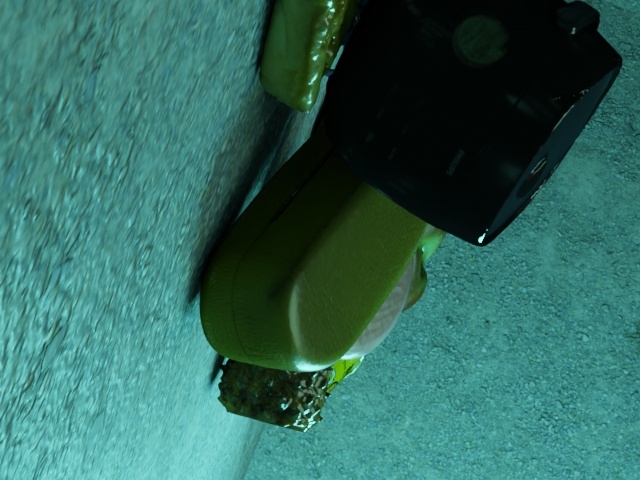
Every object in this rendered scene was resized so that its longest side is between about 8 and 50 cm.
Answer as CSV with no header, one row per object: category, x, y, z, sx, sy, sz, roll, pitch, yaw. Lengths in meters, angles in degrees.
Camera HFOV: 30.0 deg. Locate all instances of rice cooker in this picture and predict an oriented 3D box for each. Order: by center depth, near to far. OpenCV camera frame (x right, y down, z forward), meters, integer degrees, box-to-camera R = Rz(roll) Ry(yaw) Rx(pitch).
rice cooker,0.142,-0.145,1.154,0.267,0.224,0.267,-49,166,-17

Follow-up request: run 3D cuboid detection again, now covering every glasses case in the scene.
glasses case,0.000,0.000,1.275,0.371,0.141,0.173,-51,138,-43

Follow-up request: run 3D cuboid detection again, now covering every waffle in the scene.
waffle,0.020,-0.260,1.047,0.168,0.057,0.274,105,7,-53

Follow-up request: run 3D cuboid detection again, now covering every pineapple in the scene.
pineapple,-0.016,0.078,1.628,0.165,0.166,0.364,83,27,-82

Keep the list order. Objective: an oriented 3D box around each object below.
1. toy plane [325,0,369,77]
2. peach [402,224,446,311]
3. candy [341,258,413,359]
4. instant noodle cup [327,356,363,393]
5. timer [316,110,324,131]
toy plane,0.057,-0.241,1.326,0.271,0.105,0.254,108,5,-51
peach,0.078,-0.007,1.931,0.252,0.252,0.252,21,90,-86
candy,0.019,0.034,1.498,0.255,0.094,0.255,-7,99,-50
instant noodle cup,-0.040,0.191,1.890,0.144,0.182,0.182,-53,166,-45
timer,0.021,-0.162,1.702,0.140,0.047,0.128,103,8,-66
